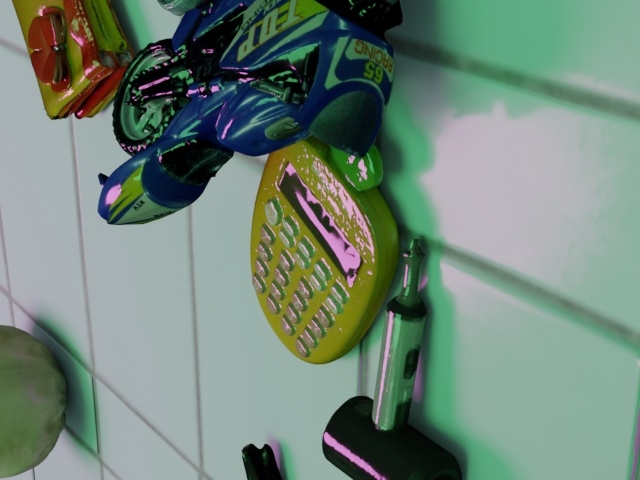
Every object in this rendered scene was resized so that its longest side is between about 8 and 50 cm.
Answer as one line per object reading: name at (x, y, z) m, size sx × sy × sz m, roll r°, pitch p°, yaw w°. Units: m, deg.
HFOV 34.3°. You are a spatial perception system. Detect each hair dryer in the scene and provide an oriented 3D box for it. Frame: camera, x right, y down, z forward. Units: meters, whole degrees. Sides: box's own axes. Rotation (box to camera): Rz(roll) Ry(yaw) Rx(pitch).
hair dryer at (0.057, 0.093, 0.726) m, size 0.100 × 0.057 × 0.198 m, roll 25°, pitch 118°, yaw 45°

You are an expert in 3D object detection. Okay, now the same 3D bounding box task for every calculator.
calculator at (0.000, 0.000, 0.777) m, size 0.146 × 0.032 × 0.235 m, roll 53°, pitch 142°, yaw 26°

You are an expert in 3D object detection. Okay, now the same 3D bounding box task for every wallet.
wallet at (-0.257, -0.248, 1.002) m, size 0.141 × 0.067 × 0.241 m, roll -25°, pitch 83°, yaw 53°

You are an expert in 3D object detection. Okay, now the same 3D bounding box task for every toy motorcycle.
toy motorcycle at (-0.044, -0.104, 0.681) m, size 0.315 × 0.113 × 0.169 m, roll -25°, pitch 57°, yaw 37°

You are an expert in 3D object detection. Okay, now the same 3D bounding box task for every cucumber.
cucumber at (-0.046, 0.246, 0.945) m, size 0.034 × 0.033 × 0.135 m, roll -117°, pitch 17°, yaw -82°

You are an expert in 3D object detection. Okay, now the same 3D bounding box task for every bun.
bun at (-0.394, 0.198, 1.335) m, size 0.193 × 0.127 × 0.178 m, roll 37°, pitch 133°, yaw 56°
